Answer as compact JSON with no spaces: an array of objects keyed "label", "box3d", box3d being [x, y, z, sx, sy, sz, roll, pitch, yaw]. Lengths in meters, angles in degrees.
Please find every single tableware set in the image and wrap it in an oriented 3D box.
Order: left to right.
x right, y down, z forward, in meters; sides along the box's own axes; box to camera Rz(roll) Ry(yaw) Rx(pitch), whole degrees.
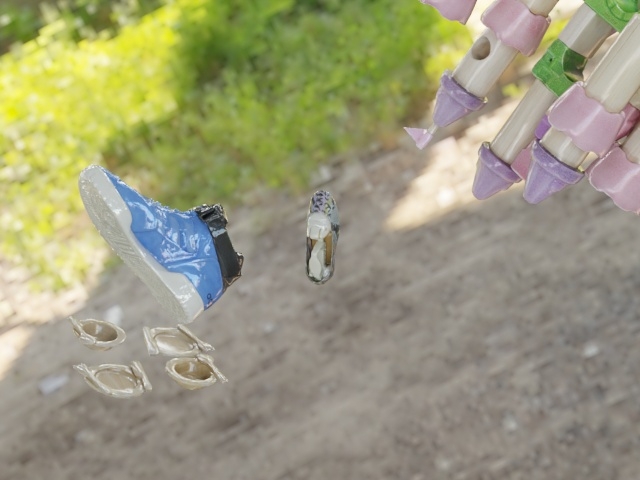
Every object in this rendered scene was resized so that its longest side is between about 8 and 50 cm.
[{"label":"tableware set","box3d":[-0.179,0.119,1.918,0.168,0.020,0.141,1,26,-27]}]

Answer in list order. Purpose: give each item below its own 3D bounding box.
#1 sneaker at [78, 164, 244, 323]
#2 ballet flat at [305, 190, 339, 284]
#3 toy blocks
[{"label":"sneaker","box3d":[-0.126,-0.014,1.529,0.084,0.152,0.058,-40,2,-27]},{"label":"ballet flat","box3d":[0.000,0.000,2.156,0.041,0.114,0.041,1,22,0]},{"label":"toy blocks","box3d":[0.241,-0.125,1.785,0.260,0.309,0.288,-56,50,18]}]
